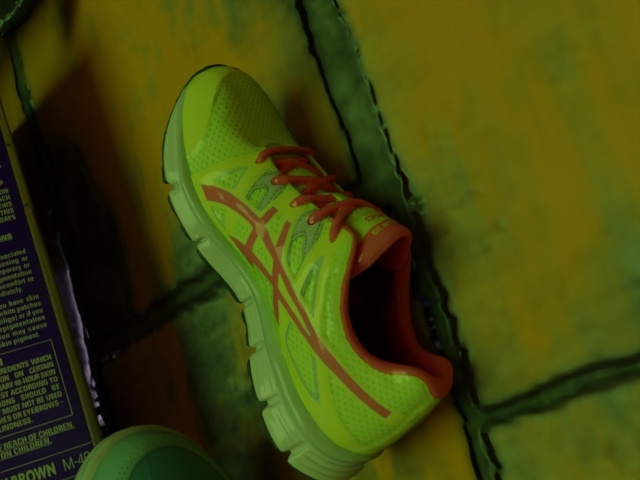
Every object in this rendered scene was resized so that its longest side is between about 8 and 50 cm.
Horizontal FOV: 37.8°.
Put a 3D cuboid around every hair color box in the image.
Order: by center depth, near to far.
[{"bbox_3d":[-0.223,0.041,0.609,0.185,0.110,0.338,111,141,-66],"label":"hair color box"}]

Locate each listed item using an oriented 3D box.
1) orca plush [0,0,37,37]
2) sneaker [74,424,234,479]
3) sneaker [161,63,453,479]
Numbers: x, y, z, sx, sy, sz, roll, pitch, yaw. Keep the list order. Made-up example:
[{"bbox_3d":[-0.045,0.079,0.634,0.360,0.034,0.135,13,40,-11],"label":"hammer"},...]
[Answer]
[{"bbox_3d":[-0.261,-0.192,0.694,0.151,0.102,0.287,33,112,5],"label":"orca plush"},{"bbox_3d":[0.009,0.205,0.407,0.208,0.127,0.319,-39,75,45],"label":"sneaker"},{"bbox_3d":[0.000,0.000,0.437,0.094,0.081,0.208,-34,75,37],"label":"sneaker"}]
